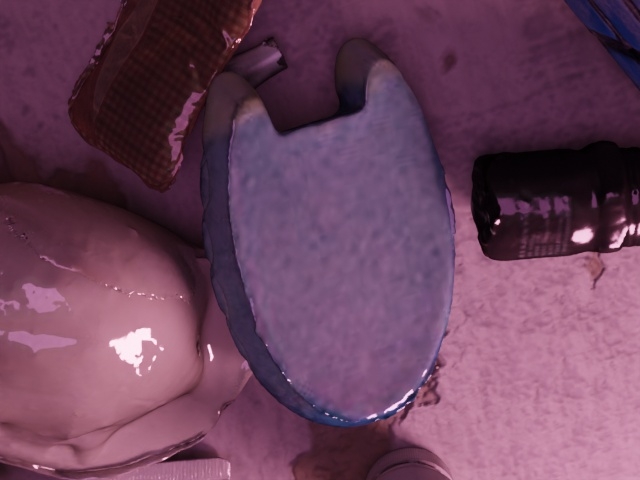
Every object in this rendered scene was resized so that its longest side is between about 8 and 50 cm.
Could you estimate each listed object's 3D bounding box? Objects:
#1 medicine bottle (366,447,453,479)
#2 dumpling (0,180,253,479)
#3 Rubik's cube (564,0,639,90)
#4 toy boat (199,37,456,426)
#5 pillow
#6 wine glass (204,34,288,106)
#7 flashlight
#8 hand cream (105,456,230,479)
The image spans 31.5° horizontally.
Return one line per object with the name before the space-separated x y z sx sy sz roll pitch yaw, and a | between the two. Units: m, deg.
medicine bottle | 0.087 0.271 1.030 0.102 0.187 0.103 0 107 1
dumpling | -0.226 0.087 0.964 0.181 0.341 0.260 33 104 34
Rubik's cube | 0.316 -0.253 0.769 0.304 0.305 0.301 -43 110 6
toy boat | 0.000 0.000 0.981 0.215 0.123 0.330 -22 107 -23
pillow | -0.134 -0.157 0.954 0.135 0.034 0.211 36 109 25
wine glass | -0.070 -0.144 0.976 0.083 0.042 0.039 -31 104 3
flashlight | 0.343 -0.041 0.973 0.424 0.103 0.103 -4 108 1
hand cream | -0.168 0.360 1.114 0.139 0.089 0.314 2 107 -22
